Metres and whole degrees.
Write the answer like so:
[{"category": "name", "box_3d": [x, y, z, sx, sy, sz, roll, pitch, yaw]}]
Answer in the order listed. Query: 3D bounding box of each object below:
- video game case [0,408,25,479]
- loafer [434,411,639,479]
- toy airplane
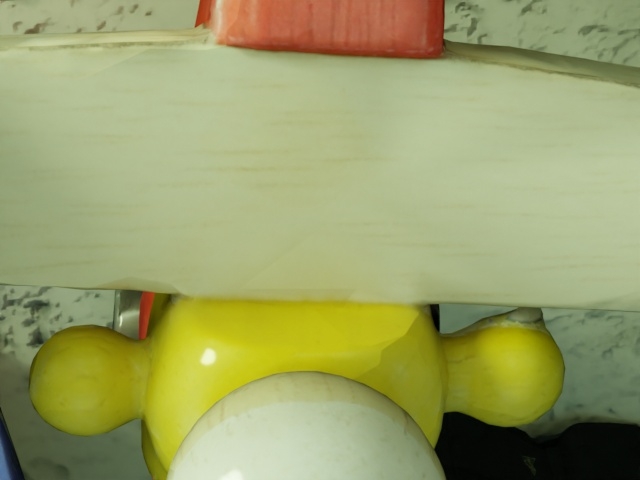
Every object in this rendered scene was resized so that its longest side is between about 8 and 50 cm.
[{"category": "video game case", "box_3d": [-0.124, 0.218, 0.781, 0.061, 0.269, 0.244, -17, 134, -9]}, {"category": "loafer", "box_3d": [0.081, 0.119, 0.846, 0.170, 0.062, 0.061, 9, 136, -10]}, {"category": "toy airplane", "box_3d": [0.000, 0.000, 0.585, 0.386, 0.272, 0.384, -31, 127, 23]}]
